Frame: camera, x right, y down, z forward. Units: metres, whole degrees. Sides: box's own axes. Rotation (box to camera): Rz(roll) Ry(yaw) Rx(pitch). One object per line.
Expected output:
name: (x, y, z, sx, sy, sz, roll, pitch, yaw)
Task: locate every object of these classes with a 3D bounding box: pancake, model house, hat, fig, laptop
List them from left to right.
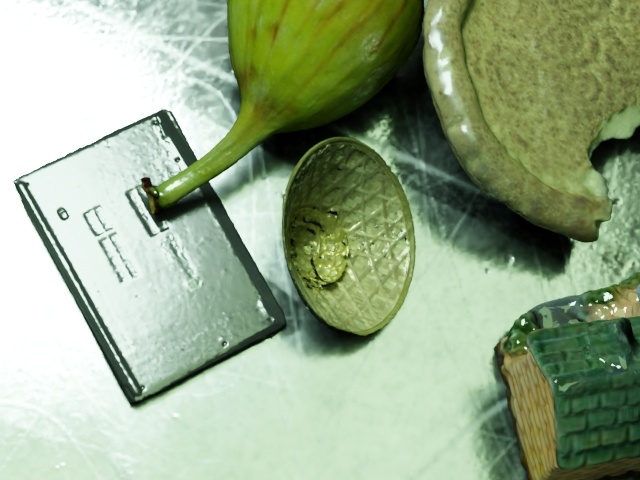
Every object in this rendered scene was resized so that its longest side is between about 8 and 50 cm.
laptop: (-0.125, 0.008, 1.290, 0.135, 0.016, 0.197, -28, 79, -14)
fig: (-0.033, -0.125, 1.271, 0.151, 0.151, 0.259, 34, 74, 4)
hat: (0.000, 0.000, 1.287, 0.146, 0.067, 0.146, 10, 77, -46)
pancake: (0.206, -0.136, 1.314, 0.288, 0.033, 0.286, 11, 70, -22)
model house: (0.234, 0.092, 1.224, 0.183, 0.172, 0.166, -11, 77, -8)
